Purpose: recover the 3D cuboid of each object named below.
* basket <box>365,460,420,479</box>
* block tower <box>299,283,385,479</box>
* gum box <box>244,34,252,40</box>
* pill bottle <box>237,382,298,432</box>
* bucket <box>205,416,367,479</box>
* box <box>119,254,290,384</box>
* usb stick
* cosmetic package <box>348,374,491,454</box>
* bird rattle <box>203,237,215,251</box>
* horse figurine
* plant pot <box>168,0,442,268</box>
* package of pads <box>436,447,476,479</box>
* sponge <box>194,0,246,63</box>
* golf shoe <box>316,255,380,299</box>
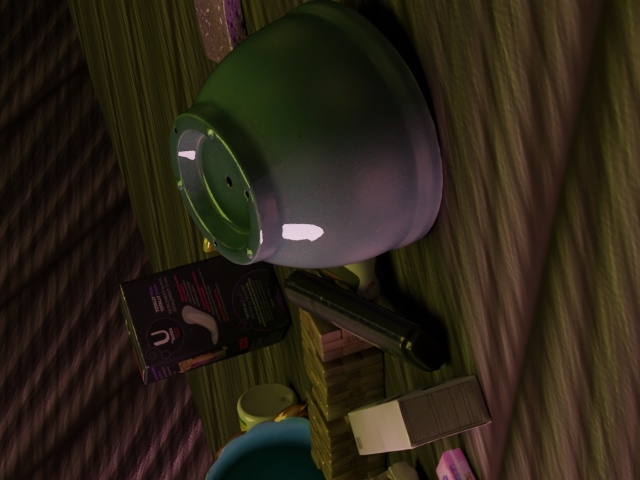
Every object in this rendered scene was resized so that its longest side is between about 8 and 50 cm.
[{"bbox_3d":[0.067,0.541,1.601,0.331,0.266,0.328,87,160,-47],"label":"basket"},{"bbox_3d":[0.034,0.216,1.713,0.097,0.091,0.335,-120,20,-46],"label":"block tower"},{"bbox_3d":[-0.076,-0.193,1.778,0.157,0.041,0.184,131,121,-74],"label":"gum box"},{"bbox_3d":[-0.088,0.385,2.293,0.117,0.118,0.208,-129,27,-56],"label":"pill bottle"},{"bbox_3d":[-0.061,0.439,1.975,0.183,0.281,0.281,101,149,-69],"label":"bucket"},{"bbox_3d":[-0.211,0.133,2.173,0.143,0.270,0.165,117,135,-69],"label":"box"},{"bbox_3d":[0.049,0.096,1.476,0.077,0.045,0.278,48,165,-34],"label":"usb stick"},{"bbox_3d":[0.109,0.206,1.412,0.239,0.099,0.060,136,120,-73],"label":"cosmetic package"},{"bbox_3d":[-0.142,-0.108,1.899,0.207,0.143,0.253,-71,-36,-56],"label":"bird rattle"},{"bbox_3d":[-0.097,0.391,2.186,0.174,0.263,0.066,58,-148,-24],"label":"horse figurine"},{"bbox_3d":[-0.039,-0.089,1.300,0.293,0.196,0.293,41,145,37],"label":"plant pot"},{"bbox_3d":[0.166,0.292,1.419,0.050,0.032,0.083,92,157,-57],"label":"package of pads"},{"bbox_3d":[-0.160,-0.344,1.952,0.210,0.031,0.117,-141,37,-66],"label":"sponge"},{"bbox_3d":[0.000,0.000,1.594,0.120,0.105,0.273,71,168,-19],"label":"golf shoe"}]
